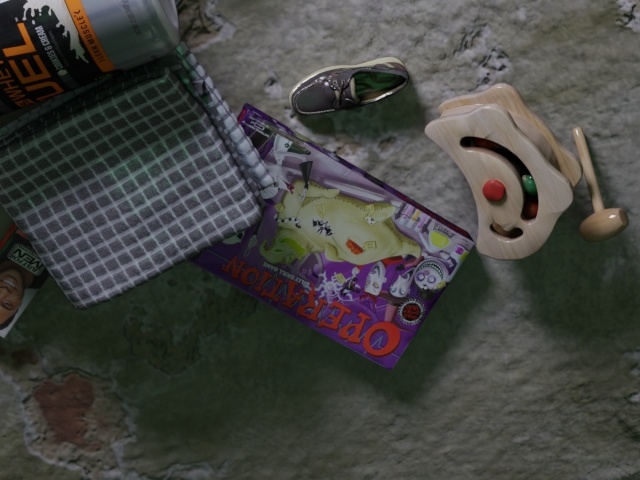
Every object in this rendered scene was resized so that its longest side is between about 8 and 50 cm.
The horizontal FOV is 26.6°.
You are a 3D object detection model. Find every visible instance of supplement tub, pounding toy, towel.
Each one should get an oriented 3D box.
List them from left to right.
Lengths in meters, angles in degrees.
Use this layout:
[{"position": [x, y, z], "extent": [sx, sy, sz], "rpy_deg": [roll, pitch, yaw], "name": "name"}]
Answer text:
[{"position": [-0.324, -0.243, 1.451], "extent": [0.316, 0.193, 0.194], "rpy_deg": [-19, 109, 4], "name": "supplement tub"}, {"position": [-0.224, -0.073, 1.567], "extent": [0.283, 0.121, 0.235], "rpy_deg": [-26, 111, 13], "name": "towel"}, {"position": [0.252, -0.083, 1.723], "extent": [0.269, 0.155, 0.154], "rpy_deg": [47, 124, -9], "name": "pounding toy"}]

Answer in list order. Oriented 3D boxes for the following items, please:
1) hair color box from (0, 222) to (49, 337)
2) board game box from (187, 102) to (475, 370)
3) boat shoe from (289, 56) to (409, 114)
[{"position": [-0.382, 0.043, 1.682], "extent": [0.072, 0.043, 0.141], "rpy_deg": [33, 101, -18], "name": "hair color box"}, {"position": [0.000, 0.000, 1.725], "extent": [0.346, 0.056, 0.208], "rpy_deg": [29, 105, -16], "name": "board game box"}, {"position": [0.036, -0.189, 1.667], "extent": [0.152, 0.049, 0.056], "rpy_deg": [-19, 110, -2], "name": "boat shoe"}]
